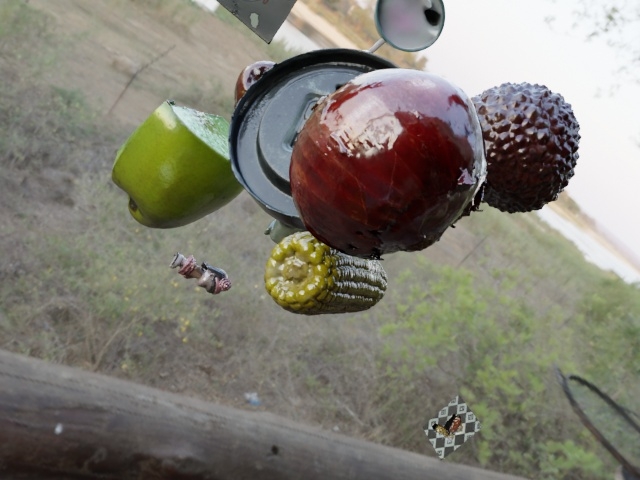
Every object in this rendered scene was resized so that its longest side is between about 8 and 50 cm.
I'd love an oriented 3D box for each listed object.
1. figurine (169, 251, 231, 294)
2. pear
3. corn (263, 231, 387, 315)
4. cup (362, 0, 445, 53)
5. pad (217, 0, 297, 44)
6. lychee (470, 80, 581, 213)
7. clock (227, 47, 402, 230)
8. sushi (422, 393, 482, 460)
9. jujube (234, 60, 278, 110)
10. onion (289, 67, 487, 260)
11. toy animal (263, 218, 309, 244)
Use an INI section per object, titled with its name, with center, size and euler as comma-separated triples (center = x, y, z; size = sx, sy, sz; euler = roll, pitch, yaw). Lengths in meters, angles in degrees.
[figurine]
center = -0.245, 0.064, 1.349
size = 0.129, 0.072, 0.054
euler = 35, 60, -16
[pear]
center = -0.334, -0.150, 1.558
size = 0.238, 0.318, 0.342
euler = 51, 15, 6
[corn]
center = 0.020, 0.062, 1.078
size = 0.131, 0.131, 0.344
euler = 47, 10, 20
[cup]
center = 0.202, -0.531, 1.550
size = 0.167, 0.300, 0.173
euler = 45, 10, -12
[pad]
center = -0.062, -0.413, 0.869
size = 0.170, 0.245, 0.006
euler = 43, 23, 12
[lychee]
center = 0.361, -0.172, 1.255
size = 0.264, 0.300, 0.264
euler = 34, -22, 16
[clock]
center = 0.018, -0.194, 1.245
size = 0.386, 0.386, 0.076
euler = 48, -11, 22
[sushi]
center = 0.314, 0.443, 1.534
size = 0.026, 0.126, 0.120
euler = 42, 9, -28
[jujube]
center = -0.149, -0.382, 1.882
size = 0.223, 0.223, 0.318
euler = 45, -9, 14
[onion]
center = 0.087, -0.101, 0.871
size = 0.276, 0.276, 0.276
euler = 37, 17, -13
[toy animal]
center = -0.003, -0.008, 1.417
size = 0.236, 0.108, 0.138
euler = 26, 48, 14
